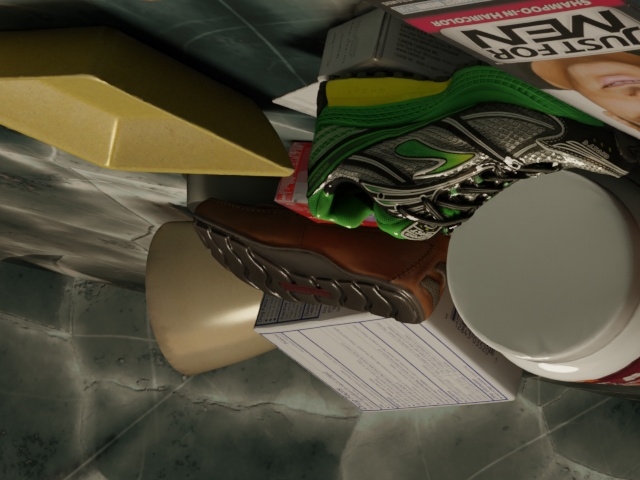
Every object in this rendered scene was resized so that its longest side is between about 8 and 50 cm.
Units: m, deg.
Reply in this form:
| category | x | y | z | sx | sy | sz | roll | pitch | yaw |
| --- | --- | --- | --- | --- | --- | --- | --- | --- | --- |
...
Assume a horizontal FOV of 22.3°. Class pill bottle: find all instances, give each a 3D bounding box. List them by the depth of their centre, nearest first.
| category | x | y | z | sx | sy | sz | roll | pitch | yaw |
| --- | --- | --- | --- | --- | --- | --- | --- | --- | --- |
| pill bottle | 0.289 | 0.041 | 1.730 | 0.224 | 0.224 | 0.392 | 8 | 178 | 26 |

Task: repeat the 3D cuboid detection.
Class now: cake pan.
| category | x | y | z | sx | sy | sz | roll | pitch | yaw |
| --- | --- | --- | --- | --- | --- | --- | --- | --- | --- |
| cake pan | -0.065 | -0.045 | 2.349 | 0.293 | 0.054 | 0.293 | 13 | 170 | 2 |

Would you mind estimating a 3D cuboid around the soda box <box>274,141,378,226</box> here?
| category | x | y | z | sx | sy | sz | roll | pitch | yaw |
| --- | --- | --- | --- | --- | --- | --- | --- | --- | --- |
| soda box | 0.077 | -0.065 | 1.967 | 0.263 | 0.083 | 0.092 | 6 | 167 | 39 |

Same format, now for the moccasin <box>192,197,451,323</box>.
| category | x | y | z | sx | sy | sz | roll | pitch | yaw |
| --- | --- | --- | --- | --- | --- | --- | --- | --- | --- |
| moccasin | -0.001 | -0.002 | 2.139 | 0.380 | 0.147 | 0.139 | 9 | 146 | 35 |

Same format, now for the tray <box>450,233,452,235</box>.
| category | x | y | z | sx | sy | sz | roll | pitch | yaw |
| --- | --- | --- | --- | --- | --- | --- | --- | --- | --- |
| tray | 0.325 | 0.023 | 2.171 | 0.203 | 0.076 | 0.411 | 9 | 170 | 24 |

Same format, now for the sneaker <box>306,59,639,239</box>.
| category | x | y | z | sx | sy | sz | roll | pitch | yaw |
| --- | --- | --- | --- | --- | --- | --- | --- | --- | --- |
| sneaker | 0.129 | -0.066 | 1.402 | 0.343 | 0.146 | 0.134 | -1 | 163 | 46 |

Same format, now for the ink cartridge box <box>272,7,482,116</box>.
| category | x | y | z | sx | sy | sz | roll | pitch | yaw |
| --- | --- | --- | --- | --- | --- | --- | --- | --- | --- |
| ink cartridge box | 0.123 | -0.138 | 1.575 | 0.275 | 0.060 | 0.239 | 17 | 170 | -23 |

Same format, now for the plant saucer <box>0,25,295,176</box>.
| category | x | y | z | sx | sy | sz | roll | pitch | yaw |
| --- | --- | --- | --- | --- | --- | --- | --- | --- | --- |
| plant saucer | -0.241 | -0.162 | 1.849 | 0.333 | 0.081 | 0.333 | 4 | 167 | 41 |

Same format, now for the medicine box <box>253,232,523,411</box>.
| category | x | y | z | sx | sy | sz | roll | pitch | yaw |
| --- | --- | --- | --- | --- | --- | --- | --- | --- | --- |
| medicine box | 0.104 | 0.114 | 2.297 | 0.289 | 0.149 | 0.263 | -9 | 143 | 40 |

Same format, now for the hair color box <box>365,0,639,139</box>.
| category | x | y | z | sx | sy | sz | roll | pitch | yaw |
| --- | --- | --- | --- | --- | --- | --- | --- | --- | --- |
| hair color box | 0.227 | -0.164 | 1.143 | 0.374 | 0.113 | 0.185 | 20 | 168 | -37 |

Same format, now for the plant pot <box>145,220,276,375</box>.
| category | x | y | z | sx | sy | sz | roll | pitch | yaw |
| --- | --- | --- | --- | --- | --- | --- | --- | --- | --- |
| plant pot | -0.103 | 0.077 | 2.623 | 0.274 | 0.256 | 0.256 | -8 | 162 | 21 |

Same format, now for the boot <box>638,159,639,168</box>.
| category | x | y | z | sx | sy | sz | roll | pitch | yaw |
| --- | --- | --- | --- | --- | --- | --- | --- | --- | --- |
| boot | 0.431 | 0.016 | 1.529 | 0.264 | 0.096 | 0.280 | 18 | 151 | 48 |
